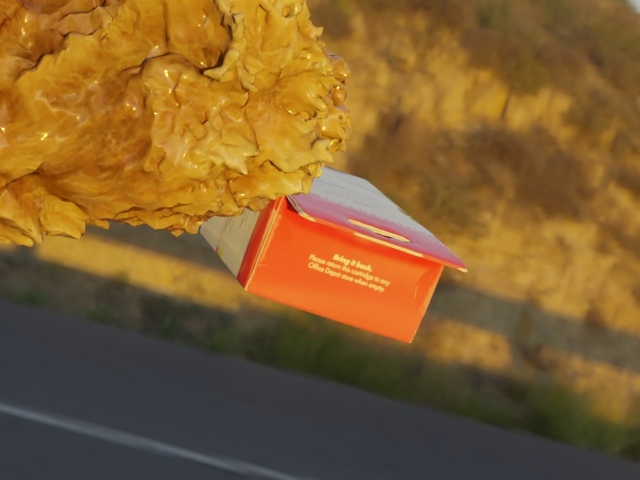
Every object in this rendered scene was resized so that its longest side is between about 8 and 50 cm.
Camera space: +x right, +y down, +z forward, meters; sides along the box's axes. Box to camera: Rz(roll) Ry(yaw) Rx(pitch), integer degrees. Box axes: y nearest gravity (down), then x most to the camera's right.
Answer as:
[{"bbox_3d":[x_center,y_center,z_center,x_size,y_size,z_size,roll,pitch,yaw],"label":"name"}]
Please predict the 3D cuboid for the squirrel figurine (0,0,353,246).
[{"bbox_3d":[-0.123,-0.149,0.854,0.370,0.281,0.397,4,55,-36],"label":"squirrel figurine"}]

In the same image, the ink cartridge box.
[{"bbox_3d":[0.000,0.000,1.195,0.134,0.078,0.231,18,11,-21],"label":"ink cartridge box"}]
